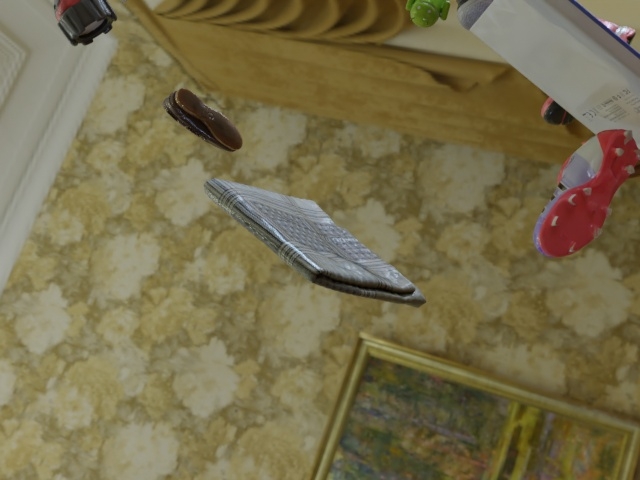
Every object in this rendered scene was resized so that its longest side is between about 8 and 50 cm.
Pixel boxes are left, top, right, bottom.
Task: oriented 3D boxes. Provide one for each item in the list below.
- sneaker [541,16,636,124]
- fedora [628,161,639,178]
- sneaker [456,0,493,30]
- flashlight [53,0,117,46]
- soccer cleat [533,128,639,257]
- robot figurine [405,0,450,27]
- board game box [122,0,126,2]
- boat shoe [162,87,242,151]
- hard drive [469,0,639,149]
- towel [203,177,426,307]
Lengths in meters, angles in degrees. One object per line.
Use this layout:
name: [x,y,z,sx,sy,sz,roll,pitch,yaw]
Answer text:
sneaker: [0.534,-0.364,1.744,0.314,0.136,0.116,-46,-19,-24]
fedora: [0.605,-0.177,1.588,0.194,0.079,0.194,-25,-36,-20]
sneaker: [0.334,-0.457,1.521,0.269,0.101,0.153,-1,-106,-48]
flashlight: [-0.494,-0.503,1.491,0.103,0.304,0.103,-37,1,-31]
soccer cleat: [0.355,-0.064,1.136,0.083,0.095,0.248,50,-116,-18]
robot figurine: [0.252,-0.543,1.915,0.115,0.101,0.067,-60,-16,-29]
board game box: [-0.351,-0.691,1.635,0.318,0.066,0.318,-29,50,61]
boat shoe: [-0.275,-0.275,1.921,0.207,0.073,0.073,41,-134,-28]
hard drive: [0.378,-0.253,1.200,0.040,0.319,0.210,-51,2,-8]
towel: [0.000,0.000,1.409,0.324,0.312,0.056,16,-73,-50]
